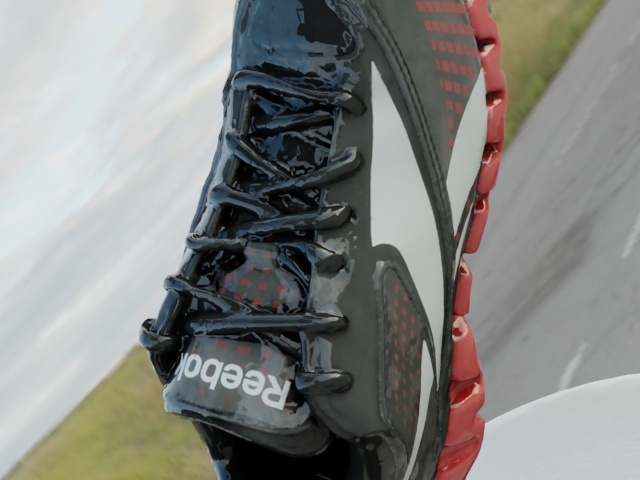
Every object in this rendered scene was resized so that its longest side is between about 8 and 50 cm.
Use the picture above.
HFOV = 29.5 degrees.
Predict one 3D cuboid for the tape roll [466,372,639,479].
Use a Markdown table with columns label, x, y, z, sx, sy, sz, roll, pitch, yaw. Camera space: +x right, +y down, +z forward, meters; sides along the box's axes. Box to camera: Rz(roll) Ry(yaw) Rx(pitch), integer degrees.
| label | x | y | z | sx | sy | sz | roll | pitch | yaw |
| --- | --- | --- | --- | --- | --- | --- | --- | --- | --- |
| tape roll | 0.159 | 0.235 | 0.537 | 0.392 | 0.072 | 0.392 | -16 | 44 | 16 |

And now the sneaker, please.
| label | x | y | z | sx | sy | sz | roll | pitch | yaw |
| --- | --- | --- | --- | --- | --- | --- | --- | --- | --- |
| sneaker | 0.000 | 0.000 | 0.428 | 0.135 | 0.098 | 0.276 | -31 | -53 | -52 |
